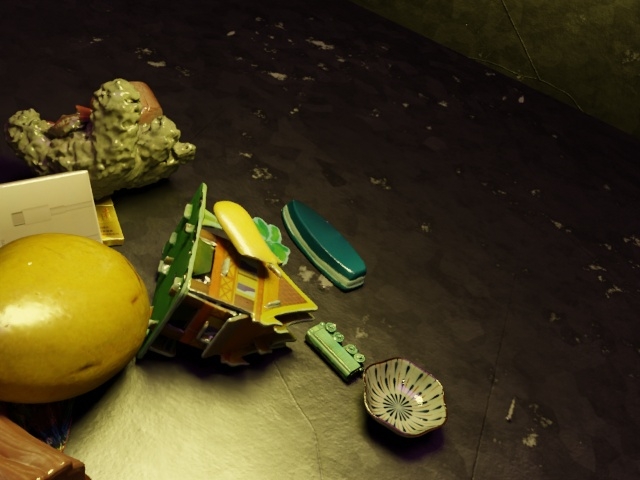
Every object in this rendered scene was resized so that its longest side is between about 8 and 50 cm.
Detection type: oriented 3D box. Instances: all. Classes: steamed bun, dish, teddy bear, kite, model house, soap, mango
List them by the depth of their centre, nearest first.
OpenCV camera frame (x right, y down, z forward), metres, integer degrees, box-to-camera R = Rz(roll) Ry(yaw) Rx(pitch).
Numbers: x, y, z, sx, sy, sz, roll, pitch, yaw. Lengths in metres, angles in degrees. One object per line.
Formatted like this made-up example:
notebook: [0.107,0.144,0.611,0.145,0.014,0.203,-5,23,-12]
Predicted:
mango: [-0.463,0.124,1.230,0.301,0.220,0.445,48,17,9]
kite: [-0.510,0.309,1.237,0.321,0.016,0.234,-24,59,-41]
soap: [-0.151,-0.011,1.434,0.089,0.033,0.168,-5,56,-48]
dish: [0.160,0.329,1.476,0.190,0.066,0.191,13,41,-11]
model house: [-0.180,0.100,1.517,0.313,0.242,0.358,26,34,-21]
teddy bear: [-0.467,-0.213,1.674,0.357,0.224,0.367,-13,0,23]
steamed bun: [-0.507,-0.330,1.917,0.175,0.106,0.145,-22,59,-24]

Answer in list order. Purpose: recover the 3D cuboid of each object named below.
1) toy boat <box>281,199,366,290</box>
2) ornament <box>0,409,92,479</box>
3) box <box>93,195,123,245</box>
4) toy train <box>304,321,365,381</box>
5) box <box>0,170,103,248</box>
toy boat: [0.000,0.000,1.789,0.096,0.062,0.299,-19,53,-38]
ornament: [-0.487,0.355,1.057,0.217,0.221,0.235,30,11,16]
box: [-0.502,-0.046,1.645,0.089,0.022,0.156,-2,44,-28]
toy train: [0.036,0.234,1.552,0.071,0.038,0.148,-26,58,-39]
box: [-0.566,-0.017,1.430,0.251,0.203,0.106,-16,13,-35]
